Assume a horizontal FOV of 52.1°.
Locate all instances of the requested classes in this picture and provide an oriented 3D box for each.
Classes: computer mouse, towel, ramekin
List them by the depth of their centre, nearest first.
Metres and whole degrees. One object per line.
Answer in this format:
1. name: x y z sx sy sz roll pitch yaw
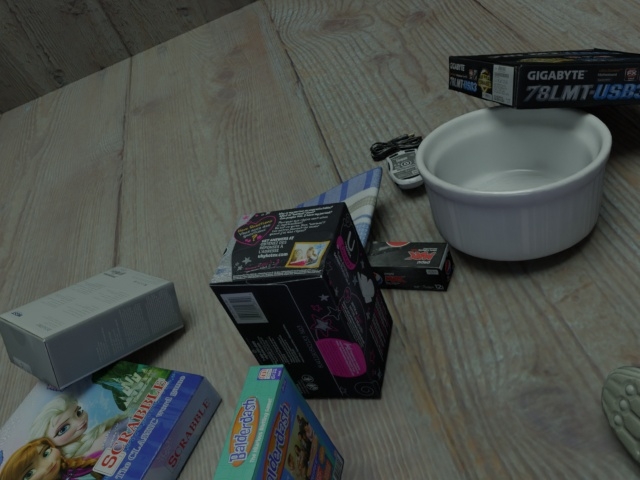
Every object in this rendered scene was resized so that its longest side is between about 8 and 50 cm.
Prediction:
1. ramekin: 0.292 -0.090 0.998 0.278 0.135 0.277 -10 33 7
2. towel: 0.000 0.000 1.107 0.209 0.034 0.284 -24 32 36
3. computer mouse: 0.157 -0.142 1.235 0.106 0.042 0.193 -15 33 5

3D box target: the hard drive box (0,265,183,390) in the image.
1. hard drive box: -0.381 0.134 1.090 0.181 0.089 0.232 10 26 43

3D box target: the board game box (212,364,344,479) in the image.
1. board game box: -0.040 0.266 0.734 0.047 0.210 0.160 -7 41 22

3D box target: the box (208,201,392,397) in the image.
1. box: -0.015 0.088 0.895 0.164 0.247 0.142 -6 41 23

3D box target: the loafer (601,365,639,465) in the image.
1. loafer: 0.424 0.224 0.633 0.112 0.111 0.319 -3 26 -32

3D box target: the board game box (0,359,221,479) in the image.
1. board game box: -0.354 0.320 0.956 0.318 0.065 0.318 2 45 30

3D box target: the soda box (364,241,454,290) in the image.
1. soda box: 0.120 0.039 1.035 0.169 0.053 0.060 1 45 28

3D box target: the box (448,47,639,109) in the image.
1. box: 0.401 -0.276 1.095 0.296 0.073 0.293 -4 21 -7
